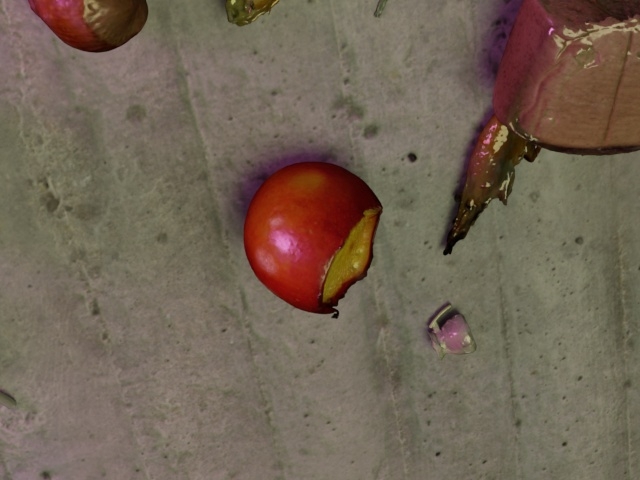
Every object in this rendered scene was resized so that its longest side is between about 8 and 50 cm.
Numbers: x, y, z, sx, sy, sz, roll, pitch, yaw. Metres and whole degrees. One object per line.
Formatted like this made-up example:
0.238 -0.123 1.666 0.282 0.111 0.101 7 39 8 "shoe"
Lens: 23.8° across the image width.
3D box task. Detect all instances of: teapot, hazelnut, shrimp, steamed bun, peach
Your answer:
0.197 0.142 2.318 0.064 0.064 0.083 -24 95 2 "teapot"
-0.281 -0.292 1.794 0.143 0.143 0.154 -29 144 -3 "hazelnut"
0.259 -0.080 2.192 0.117 0.066 0.262 4 121 -25 "shrimp"
0.384 -0.259 2.056 0.301 0.199 0.251 2 138 -14 "steamed bun"
0.000 0.000 2.034 0.190 0.226 0.196 -39 127 9 "peach"

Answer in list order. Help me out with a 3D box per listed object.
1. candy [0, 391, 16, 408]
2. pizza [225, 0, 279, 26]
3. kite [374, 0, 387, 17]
-0.527 0.148 2.003 0.124 0.124 0.365 -42 135 7 "candy"
-0.062 -0.383 1.839 0.280 0.075 0.287 -12 141 -51 "pizza"
0.108 -0.360 1.986 0.137 0.005 0.152 4 120 -24 "kite"
